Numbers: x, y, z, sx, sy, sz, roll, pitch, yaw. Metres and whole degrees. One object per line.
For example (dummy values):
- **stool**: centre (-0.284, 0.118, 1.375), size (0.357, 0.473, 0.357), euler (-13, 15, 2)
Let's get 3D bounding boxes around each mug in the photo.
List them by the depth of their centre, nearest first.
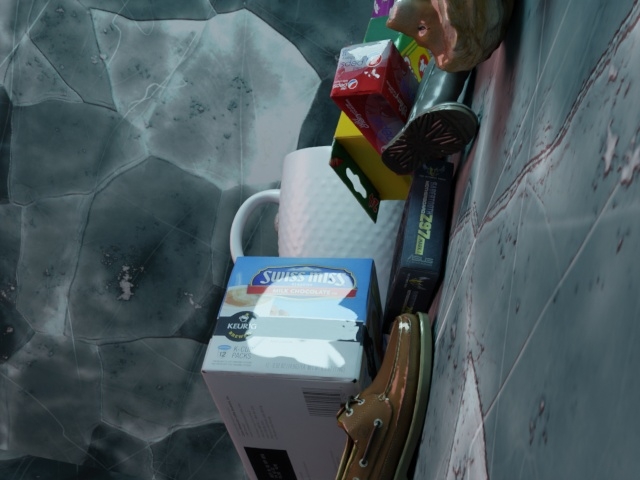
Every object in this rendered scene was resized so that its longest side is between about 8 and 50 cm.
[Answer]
- **mug**: centre (0.000, 0.000, 1.651), size (0.276, 0.374, 0.328), euler (67, -154, -79)

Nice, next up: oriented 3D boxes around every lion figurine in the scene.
- **lion figurine**: centre (0.171, -0.307, 0.996), size (0.392, 0.142, 0.240), euler (-11, -91, -73)

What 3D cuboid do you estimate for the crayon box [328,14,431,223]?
- **crayon box**: centre (0.125, -0.212, 1.423), size (0.202, 0.081, 0.318), euler (46, -127, -49)

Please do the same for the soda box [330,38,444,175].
- **soda box**: centre (0.113, -0.194, 1.236), size (0.263, 0.083, 0.092), euler (40, -123, -54)

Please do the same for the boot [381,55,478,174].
- **boot**: centre (0.176, -0.199, 1.103), size (0.190, 0.076, 0.208), euler (-19, 30, 55)

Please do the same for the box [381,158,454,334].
- **box**: centre (0.141, 0.017, 1.185), size (0.232, 0.059, 0.183), euler (97, -176, -60)

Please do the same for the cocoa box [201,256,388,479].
- **cocoa box**: centre (-0.017, 0.218, 1.283), size (0.347, 0.232, 0.228), euler (78, -161, -45)

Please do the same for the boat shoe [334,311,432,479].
- **boat shoe**: centre (0.072, 0.235, 1.025), size (0.110, 0.105, 0.307), euler (93, -171, -78)

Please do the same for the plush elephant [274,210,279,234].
- **plush elephant**: centre (0.072, 0.057, 2.059), size (0.255, 0.330, 0.271), euler (-139, 43, -66)

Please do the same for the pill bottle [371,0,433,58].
- **pill bottle**: centre (0.199, -0.516, 1.615), size (0.301, 0.169, 0.169), euler (99, -178, -45)
